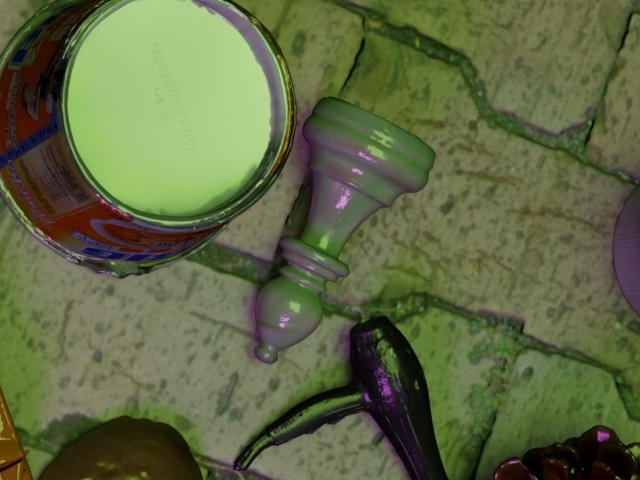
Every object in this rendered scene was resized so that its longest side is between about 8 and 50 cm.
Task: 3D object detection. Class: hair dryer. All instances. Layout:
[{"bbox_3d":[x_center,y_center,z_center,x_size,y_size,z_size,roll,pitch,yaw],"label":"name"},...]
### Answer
[{"bbox_3d":[0.014,0.199,1.939,0.219,0.075,0.195,-23,103,-10],"label":"hair dryer"}]

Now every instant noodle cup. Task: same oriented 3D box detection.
[{"bbox_3d":[-0.162,-0.119,1.803,0.296,0.214,0.296,1,86,-19],"label":"instant noodle cup"}]

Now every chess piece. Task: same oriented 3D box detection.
[{"bbox_3d":[0.000,0.000,1.916,0.139,0.139,0.271,27,89,-16],"label":"chess piece"}]

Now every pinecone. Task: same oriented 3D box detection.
[{"bbox_3d":[0.265,0.300,1.945,0.229,0.201,0.202,-31,70,9],"label":"pinecone"}]

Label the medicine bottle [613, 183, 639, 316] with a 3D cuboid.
[{"bbox_3d":[0.465,0.003,1.977,0.245,0.306,0.245,2,85,-21],"label":"medicine bottle"}]

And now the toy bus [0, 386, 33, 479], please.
[{"bbox_3d":[-0.333,0.165,1.787,0.083,0.088,0.194,-21,93,-21],"label":"toy bus"}]

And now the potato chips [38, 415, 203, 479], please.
[{"bbox_3d":[-0.200,0.263,1.852,0.202,0.049,0.150,-36,104,-25],"label":"potato chips"}]
